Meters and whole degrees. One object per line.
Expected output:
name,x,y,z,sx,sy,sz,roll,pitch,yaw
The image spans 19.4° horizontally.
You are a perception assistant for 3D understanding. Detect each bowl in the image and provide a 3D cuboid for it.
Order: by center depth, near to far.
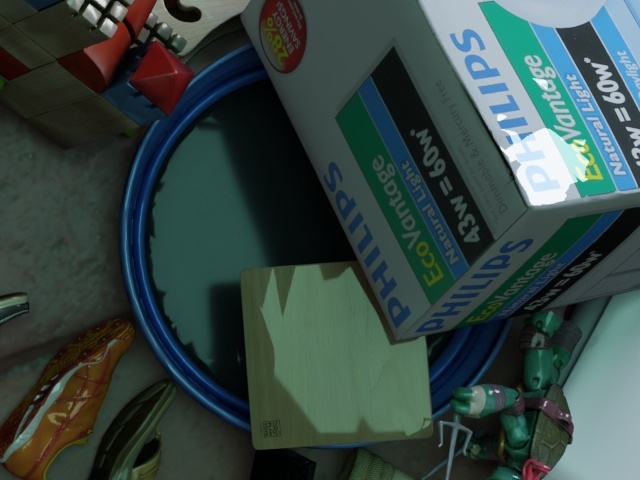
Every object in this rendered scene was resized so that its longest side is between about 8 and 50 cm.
bowl,0.000,0.000,1.766,0.391,0.077,0.391,2,84,-15

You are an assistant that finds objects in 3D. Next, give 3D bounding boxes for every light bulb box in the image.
light bulb box,0.184,-0.138,1.647,0.361,0.225,0.358,-10,64,-35

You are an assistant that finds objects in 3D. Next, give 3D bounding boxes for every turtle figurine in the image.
turtle figurine,0.173,0.158,1.689,0.118,0.175,0.234,20,63,8

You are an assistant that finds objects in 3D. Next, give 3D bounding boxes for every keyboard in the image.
keyboard,-0.032,0.282,1.698,0.038,0.100,0.192,-4,111,-45

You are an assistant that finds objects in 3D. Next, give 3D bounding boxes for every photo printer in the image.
photo printer,0.331,0.170,1.813,0.256,0.107,0.307,33,76,-8

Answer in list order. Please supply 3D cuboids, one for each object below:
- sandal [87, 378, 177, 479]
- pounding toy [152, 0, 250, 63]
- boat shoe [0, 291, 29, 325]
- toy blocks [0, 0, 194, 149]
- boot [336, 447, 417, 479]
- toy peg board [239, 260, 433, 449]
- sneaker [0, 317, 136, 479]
sandal,-0.176,0.210,1.707,0.049,0.072,0.180,31,78,-25
pounding toy,-0.097,-0.243,1.734,0.269,0.155,0.154,2,79,-14
boat shoe,-0.330,0.091,1.691,0.152,0.056,0.049,-22,94,-6
toy blocks,-0.243,-0.215,1.580,0.381,0.261,0.191,39,63,-26
boot,0.065,0.341,1.732,0.203,0.095,0.262,26,76,-10
toy peg board,0.015,0.102,1.690,0.160,0.079,0.161,-4,85,0
sneaker,-0.226,0.145,1.713,0.067,0.064,0.175,45,78,-28
